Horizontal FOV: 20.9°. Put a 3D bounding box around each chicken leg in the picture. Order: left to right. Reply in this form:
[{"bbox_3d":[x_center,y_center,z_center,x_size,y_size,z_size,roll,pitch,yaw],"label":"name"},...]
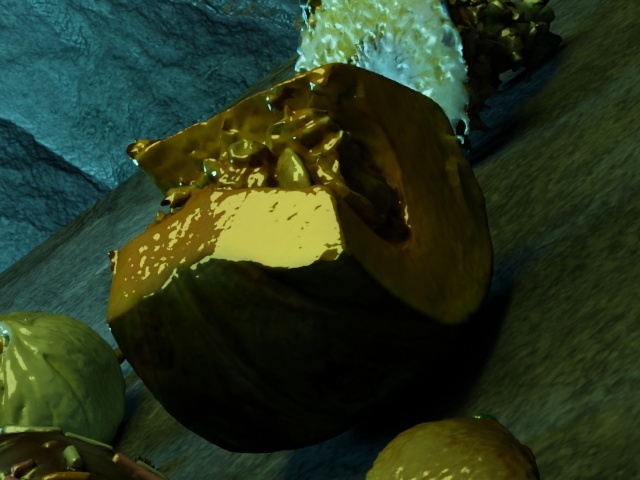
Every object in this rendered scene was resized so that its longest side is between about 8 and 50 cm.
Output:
[{"bbox_3d":[0.097,0.157,0.918,0.107,0.087,0.251,-50,21,-7],"label":"chicken leg"}]

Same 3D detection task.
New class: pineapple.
[{"bbox_3d":[0.143,-0.210,1.871,0.271,0.262,0.262,-22,-2,-45],"label":"pineapple"}]

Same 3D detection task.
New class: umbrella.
[{"bbox_3d":[-0.168,0.218,1.559,0.031,0.020,0.083,-33,19,21],"label":"umbrella"}]

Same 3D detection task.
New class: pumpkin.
[{"bbox_3d":[-0.012,0.014,1.332,0.225,0.256,0.303,-25,40,28],"label":"pumpkin"}]

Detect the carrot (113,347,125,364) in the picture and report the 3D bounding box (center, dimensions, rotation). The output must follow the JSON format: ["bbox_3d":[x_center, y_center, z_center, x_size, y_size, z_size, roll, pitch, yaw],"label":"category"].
[{"bbox_3d":[-0.285,0.189,1.919,0.049,0.049,0.254,-22,18,50],"label":"carrot"}]

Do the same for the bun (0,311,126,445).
[{"bbox_3d":[-0.310,0.152,1.790,0.243,0.153,0.244,-13,24,6],"label":"bun"}]

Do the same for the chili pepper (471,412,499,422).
[{"bbox_3d":[0.090,0.147,1.070,0.118,0.035,0.055,-55,-13,-41],"label":"chili pepper"}]

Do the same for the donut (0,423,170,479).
[{"bbox_3d":[-0.213,0.243,1.155,0.345,0.136,0.259,-7,55,50],"label":"donut"}]
